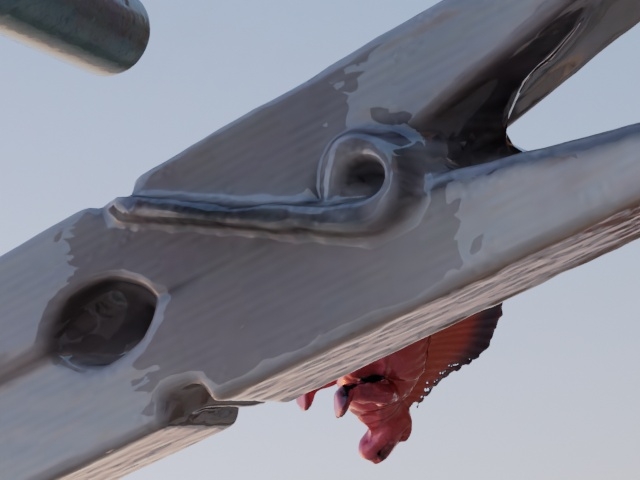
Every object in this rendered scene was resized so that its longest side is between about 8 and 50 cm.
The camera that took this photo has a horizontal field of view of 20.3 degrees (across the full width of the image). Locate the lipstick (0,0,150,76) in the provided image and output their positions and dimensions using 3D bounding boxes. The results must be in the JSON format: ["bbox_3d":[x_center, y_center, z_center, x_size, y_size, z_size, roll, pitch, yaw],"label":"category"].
[{"bbox_3d":[-0.133,-0.114,0.823,0.048,0.048,0.158,-42,-20,11],"label":"lipstick"}]

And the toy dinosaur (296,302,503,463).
[{"bbox_3d":[0.067,0.032,1.144,0.139,0.070,0.286,-11,-50,-22],"label":"toy dinosaur"}]

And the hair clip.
[{"bbox_3d":[0.001,0.000,0.634,0.331,0.101,0.085,-28,-12,19],"label":"hair clip"}]
